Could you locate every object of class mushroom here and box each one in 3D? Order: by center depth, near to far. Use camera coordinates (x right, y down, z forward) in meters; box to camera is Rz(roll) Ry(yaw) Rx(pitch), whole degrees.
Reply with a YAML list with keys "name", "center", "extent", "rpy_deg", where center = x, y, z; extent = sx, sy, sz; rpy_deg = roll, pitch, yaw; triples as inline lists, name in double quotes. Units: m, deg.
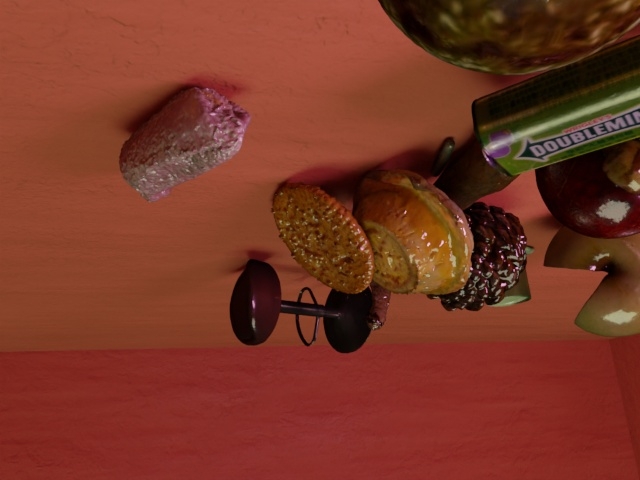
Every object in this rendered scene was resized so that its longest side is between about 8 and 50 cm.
- name: "mushroom"
  center: [0.148, 0.105, 1.470]
  extent: [0.227, 0.218, 0.148]
  rpy_deg: [-2, 160, -7]

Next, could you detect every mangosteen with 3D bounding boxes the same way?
- name: "mangosteen"
  center: [0.424, -0.110, 0.874]
  extent: [0.215, 0.215, 0.257]
  rpy_deg: [-3, 179, -3]

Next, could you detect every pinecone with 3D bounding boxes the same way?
- name: "pinecone"
  center: [0.314, 0.023, 1.279]
  extent: [0.272, 0.224, 0.224]
  rpy_deg: [-30, -177, -43]

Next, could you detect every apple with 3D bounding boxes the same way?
- name: "apple"
  center: [0.651, 0.069, 1.377]
  extent: [0.292, 0.292, 0.254]
  rpy_deg: [-17, 168, 34]

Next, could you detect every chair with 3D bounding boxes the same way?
- name: "chair"
  center: [-0.073, 0.176, 1.637]
  extent: [0.401, 0.227, 0.226]
  rpy_deg: [13, 155, -37]

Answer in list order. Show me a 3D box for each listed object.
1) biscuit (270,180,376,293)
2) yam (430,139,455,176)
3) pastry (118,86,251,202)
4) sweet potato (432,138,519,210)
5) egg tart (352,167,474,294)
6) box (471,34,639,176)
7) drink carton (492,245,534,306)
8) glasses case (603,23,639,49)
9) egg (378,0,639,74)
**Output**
- name: "biscuit"
  center: [0.000, 0.000, 1.160]
  extent: [0.035, 0.254, 0.254]
  rpy_deg: [-41, 180, -29]
- name: "yam"
  center: [0.210, -0.141, 1.066]
  extent: [0.021, 0.021, 0.116]
  rpy_deg: [-3, 160, -4]
- name: "pastry"
  center: [-0.210, -0.132, 0.886]
  extent: [0.112, 0.103, 0.265]
  rpy_deg: [18, 150, -33]
- name: "sweet potato"
  center: [0.258, -0.103, 1.067]
  extent: [0.097, 0.097, 0.292]
  rpy_deg: [4, 154, -22]
- name: "egg tart"
  center: [0.147, 0.001, 1.117]
  extent: [0.118, 0.288, 0.288]
  rpy_deg: [-37, 179, -30]
- name: "box"
  center: [0.362, -0.172, 0.732]
  extent: [0.345, 0.097, 0.134]
  rpy_deg: [-16, 155, 33]
- name: "drink carton"
  center: [0.481, 0.095, 1.635]
  extent: [0.146, 0.142, 0.144]
  rpy_deg: [9, 158, -39]
- name: "glasses case"
  center: [0.417, -0.234, 0.792]
  extent: [0.196, 0.050, 0.083]
  rpy_deg: [5, 161, -26]
- name: "egg"
  center: [0.138, -0.248, 0.403]
  extent: [0.238, 0.238, 0.289]
  rpy_deg: [-4, 152, 0]
